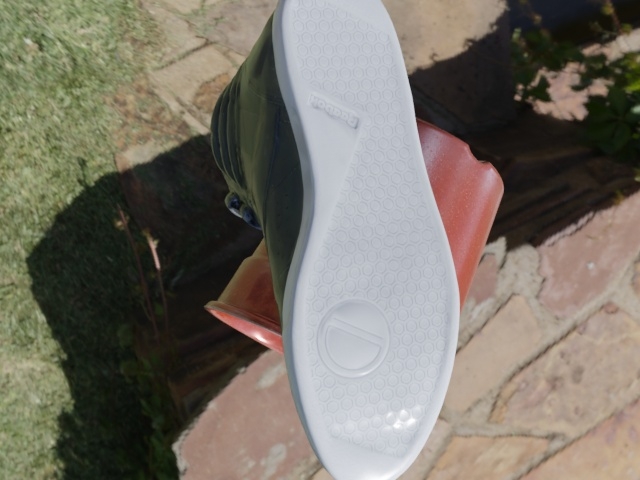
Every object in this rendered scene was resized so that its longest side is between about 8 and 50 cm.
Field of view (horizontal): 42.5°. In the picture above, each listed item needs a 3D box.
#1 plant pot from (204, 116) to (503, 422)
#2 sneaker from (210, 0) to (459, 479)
[{"bbox_3d":[0.056,0.018,0.896,0.272,0.272,0.265,35,76,-36],"label":"plant pot"},{"bbox_3d":[0.000,0.000,0.521,0.105,0.147,0.295,-4,83,-22],"label":"sneaker"}]
